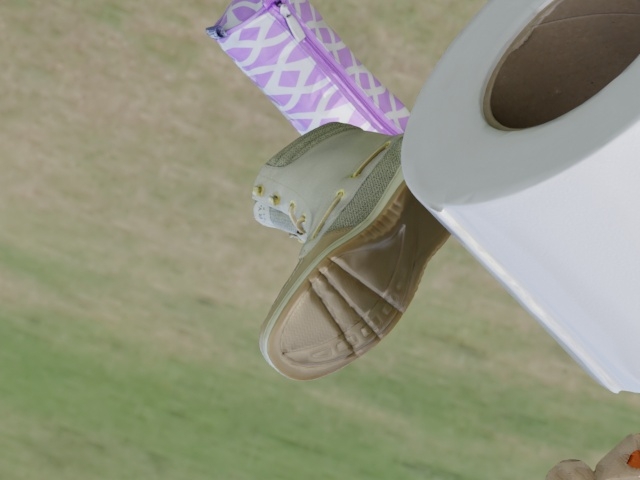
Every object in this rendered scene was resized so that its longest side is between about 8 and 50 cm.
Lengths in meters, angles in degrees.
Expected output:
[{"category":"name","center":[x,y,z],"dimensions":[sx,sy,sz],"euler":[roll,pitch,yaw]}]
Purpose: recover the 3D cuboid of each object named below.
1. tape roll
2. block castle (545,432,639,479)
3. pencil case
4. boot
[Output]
[{"category":"tape roll","center":[0.190,-0.058,0.912],"dimensions":[0.169,0.246,0.246],"euler":[43,154,-25]},{"category":"block castle","center":[0.463,0.358,1.659],"dimensions":[0.453,0.303,0.213],"euler":[-12,132,13]},{"category":"pencil case","center":[0.003,-0.131,1.318],"dimensions":[0.206,0.086,0.088],"euler":[45,151,-24]},{"category":"boot","center":[0.000,0.000,1.132],"dimensions":[0.165,0.213,0.077],"euler":[12,148,53]}]
